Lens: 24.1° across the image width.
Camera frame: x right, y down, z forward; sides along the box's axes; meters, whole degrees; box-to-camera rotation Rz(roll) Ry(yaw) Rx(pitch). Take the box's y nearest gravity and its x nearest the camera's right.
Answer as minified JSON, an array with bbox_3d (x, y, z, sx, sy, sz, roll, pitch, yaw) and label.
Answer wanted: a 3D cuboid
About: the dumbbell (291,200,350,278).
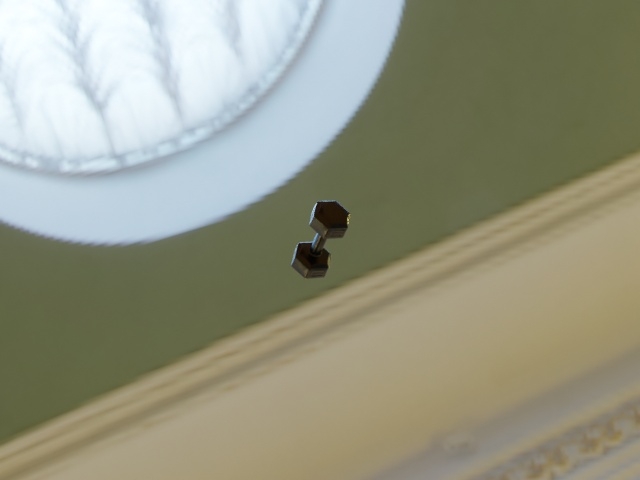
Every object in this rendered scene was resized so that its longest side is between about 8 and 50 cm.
[{"bbox_3d":[0.000,0.000,1.428,0.040,0.083,0.036,41,-134,16],"label":"dumbbell"}]
